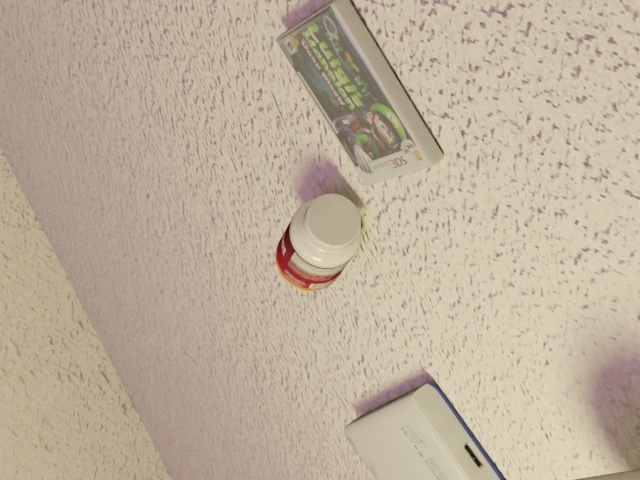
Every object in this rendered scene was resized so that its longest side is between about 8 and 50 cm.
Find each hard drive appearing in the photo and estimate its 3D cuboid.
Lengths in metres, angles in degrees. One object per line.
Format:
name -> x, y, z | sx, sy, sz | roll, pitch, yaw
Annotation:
hard drive -> 0.145, 0.304, 1.969 | 0.210, 0.040, 0.318 | 55, 160, 3

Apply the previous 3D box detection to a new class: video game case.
video game case -> 0.036, -0.149, 1.540 | 0.190, 0.022, 0.173 | 58, 159, -7

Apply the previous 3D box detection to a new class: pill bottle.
pill bottle -> 0.000, 0.000, 1.761 | 0.086, 0.086, 0.152 | 52, 159, 8

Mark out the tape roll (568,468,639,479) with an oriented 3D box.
tape roll -> 0.284, 0.340, 1.396 | 0.246, 0.169, 0.246 | 171, 90, -84
